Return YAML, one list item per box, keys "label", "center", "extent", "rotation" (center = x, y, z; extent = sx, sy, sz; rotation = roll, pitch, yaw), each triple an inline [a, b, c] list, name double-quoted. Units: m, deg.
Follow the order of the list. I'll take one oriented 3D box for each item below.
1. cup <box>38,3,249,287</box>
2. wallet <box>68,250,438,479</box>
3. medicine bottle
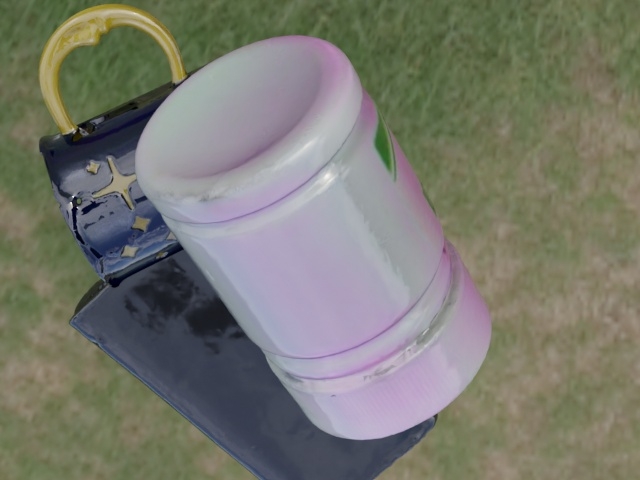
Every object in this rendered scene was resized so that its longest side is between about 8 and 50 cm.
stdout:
- label: "cup"
  center: [-0.155, -0.108, 1.633]
  extent: [0.256, 0.178, 0.255]
  rotation: [-26, 139, 3]
- label: "wallet"
  center: [-0.074, 0.146, 1.881]
  extent: [0.228, 0.062, 0.406]
  rotation: [-42, 107, 18]
- label: "medicine bottle"
  center: [0.000, 0.000, 1.424]
  extent: [0.212, 0.212, 0.325]
  rotation: [-15, 129, 25]
